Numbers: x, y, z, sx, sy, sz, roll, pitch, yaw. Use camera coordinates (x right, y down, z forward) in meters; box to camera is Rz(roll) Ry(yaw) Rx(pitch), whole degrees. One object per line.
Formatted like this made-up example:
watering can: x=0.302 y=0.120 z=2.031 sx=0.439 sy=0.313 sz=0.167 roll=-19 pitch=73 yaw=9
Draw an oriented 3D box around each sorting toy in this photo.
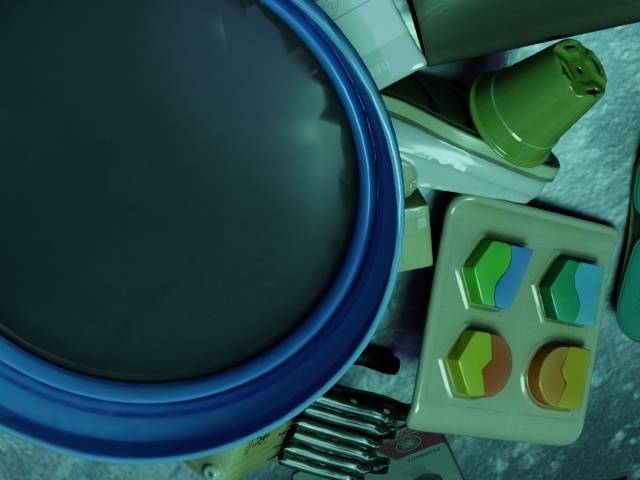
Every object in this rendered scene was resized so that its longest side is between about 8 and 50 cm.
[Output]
sorting toy: x=0.176 y=0.076 z=0.994 sx=0.193 sy=0.038 sz=0.208 roll=12 pitch=92 yaw=-30

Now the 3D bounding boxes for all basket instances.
basket: x=0.170 y=-0.218 z=0.826 sx=0.226 sy=0.204 sz=0.154 roll=-15 pitch=79 yaw=6

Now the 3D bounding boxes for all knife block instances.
knife block: x=-0.055 y=0.115 z=1.012 sx=0.275 sy=0.242 sz=0.088 roll=34 pitch=113 yaw=22

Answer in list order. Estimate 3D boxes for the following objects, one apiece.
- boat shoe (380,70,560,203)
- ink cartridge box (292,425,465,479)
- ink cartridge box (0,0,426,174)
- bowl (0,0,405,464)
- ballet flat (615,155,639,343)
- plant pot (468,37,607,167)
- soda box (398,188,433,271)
boat shoe: x=0.037 y=-0.082 z=0.904 sx=0.302 sy=0.113 sz=0.103 roll=19 pitch=114 yaw=-9
ink cartridge box: x=0.073 y=0.280 z=1.036 sx=0.158 sy=0.218 sz=0.092 roll=-24 pitch=120 yaw=1
ink cartridge box: x=-0.114 y=-0.174 z=0.800 sx=0.296 sy=0.066 sz=0.261 roll=-27 pitch=110 yaw=13
bowl: x=-0.137 y=-0.029 z=0.787 sx=0.391 sy=0.077 sz=0.391 roll=1 pitch=113 yaw=2
ballet flat: x=0.318 y=-0.016 z=1.024 sx=0.073 sy=0.080 sz=0.232 roll=-16 pitch=127 yaw=-35
plant pot: x=0.167 y=-0.109 z=0.842 sx=0.083 sy=0.083 sz=0.079 roll=26 pitch=143 yaw=-23
soda box: x=0.000 y=0.000 z=0.964 sx=0.181 sy=0.058 sz=0.061 roll=-11 pitch=120 yaw=-6
